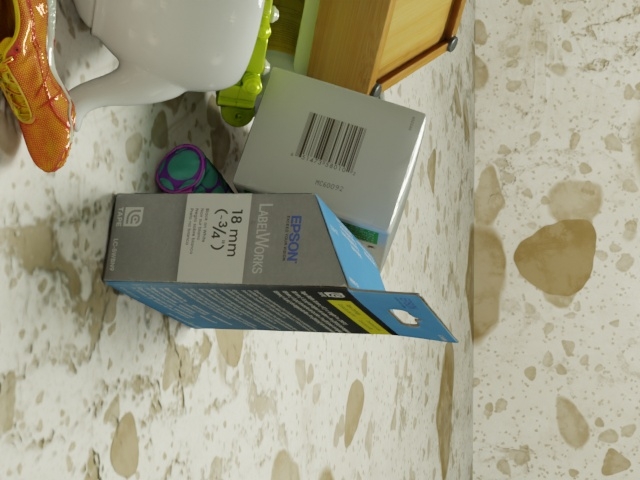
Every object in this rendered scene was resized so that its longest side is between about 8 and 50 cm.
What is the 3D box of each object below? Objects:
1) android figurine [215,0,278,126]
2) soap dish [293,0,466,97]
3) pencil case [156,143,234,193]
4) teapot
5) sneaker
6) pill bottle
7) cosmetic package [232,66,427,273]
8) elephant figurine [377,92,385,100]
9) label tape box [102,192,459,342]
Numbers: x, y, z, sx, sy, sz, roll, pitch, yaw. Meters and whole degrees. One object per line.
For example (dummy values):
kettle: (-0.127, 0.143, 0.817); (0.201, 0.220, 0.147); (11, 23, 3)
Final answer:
android figurine: (-0.087, -0.256, 1.162); (0.273, 0.056, 0.248); (-107, -155, -60)
soap dish: (0.097, -0.317, 1.302); (0.291, 0.118, 0.229); (-38, 151, -45)
pencil case: (-0.138, -0.051, 1.185); (0.151, 0.064, 0.070); (56, 21, -60)
teapot: (-0.157, -0.269, 0.939); (0.252, 0.187, 0.256); (114, -24, -49)
sneaker: (-0.255, -0.141, 0.846); (0.067, 0.064, 0.175); (-27, 113, -48)
pill bottle: (-0.064, -0.262, 1.348); (0.103, 0.103, 0.184); (47, 46, -66)
cosmetic package: (0.018, -0.075, 1.290); (0.365, 0.197, 0.155); (75, 33, -79)
elephant figurine: (0.050, -0.223, 1.598); (0.186, 0.169, 0.239); (-63, 164, 1)
label tape box: (-0.029, 0.032, 1.089); (0.240, 0.334, 0.106); (45, 49, -67)
